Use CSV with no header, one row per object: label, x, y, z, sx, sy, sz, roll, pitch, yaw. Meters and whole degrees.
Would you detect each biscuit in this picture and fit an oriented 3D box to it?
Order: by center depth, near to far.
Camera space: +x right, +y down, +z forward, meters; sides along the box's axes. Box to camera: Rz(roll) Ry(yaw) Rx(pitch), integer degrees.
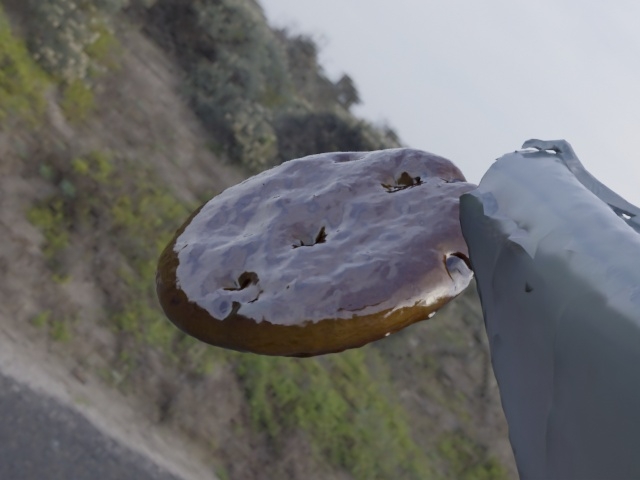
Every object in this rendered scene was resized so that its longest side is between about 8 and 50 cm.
biscuit,0.000,0.000,0.787,0.212,0.212,0.036,-128,-159,-57

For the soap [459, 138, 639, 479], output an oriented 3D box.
soap,0.152,0.134,0.349,0.302,0.159,0.257,-115,-162,-64
